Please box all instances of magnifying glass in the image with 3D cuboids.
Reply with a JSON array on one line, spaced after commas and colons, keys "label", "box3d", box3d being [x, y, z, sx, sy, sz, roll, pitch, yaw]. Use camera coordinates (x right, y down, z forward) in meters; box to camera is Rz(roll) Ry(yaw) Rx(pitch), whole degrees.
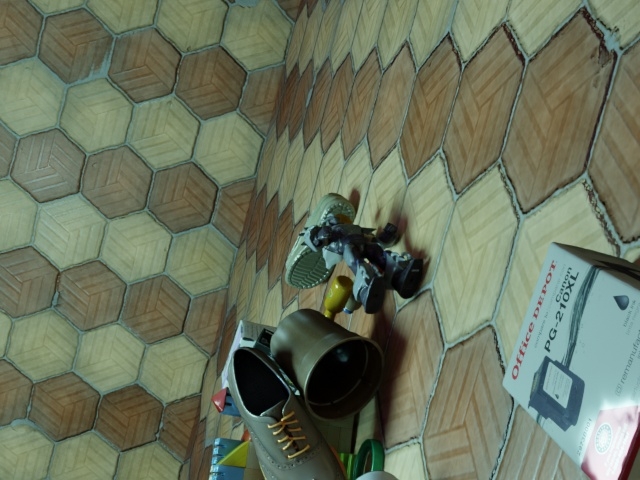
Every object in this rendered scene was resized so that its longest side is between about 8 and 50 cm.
[{"label": "magnifying glass", "box3d": [0.065, 0.454, 1.513, 0.092, 0.026, 0.230, -141, 67, -74]}]

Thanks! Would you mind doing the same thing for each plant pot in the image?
[{"label": "plant pot", "box3d": [0.002, 0.212, 1.576, 0.165, 0.167, 0.166, 35, 113, 51]}]

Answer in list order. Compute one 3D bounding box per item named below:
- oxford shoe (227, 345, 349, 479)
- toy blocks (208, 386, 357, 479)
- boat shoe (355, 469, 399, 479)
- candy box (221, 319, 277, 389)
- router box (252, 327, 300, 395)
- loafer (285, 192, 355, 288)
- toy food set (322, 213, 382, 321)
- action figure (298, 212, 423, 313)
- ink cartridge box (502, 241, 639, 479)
[{"label": "oxford shoe", "box3d": [-0.062, 0.341, 1.496, 0.363, 0.130, 0.132, 53, 169, 23]}, {"label": "toy blocks", "box3d": [-0.088, 0.429, 1.616, 0.191, 0.261, 0.381, 136, 143, -69]}, {"label": "boat shoe", "box3d": [0.066, 0.437, 1.353, 0.105, 0.113, 0.306, -86, 1, -52]}, {"label": "candy box", "box3d": [-0.108, 0.280, 1.973, 0.070, 0.196, 0.164, -100, 26, -57]}, {"label": "router box", "box3d": [-0.067, 0.272, 1.851, 0.133, 0.179, 0.046, -60, 3, 48]}, {"label": "loafer", "box3d": [0.000, 0.000, 2.028, 0.268, 0.102, 0.092, -58, 21, 28]}, {"label": "toy food set", "box3d": [0.053, 0.060, 1.727, 0.232, 0.111, 0.104, -96, 24, -51]}, {"label": "action figure", "box3d": [0.074, 0.017, 1.593, 0.285, 0.185, 0.099, -132, 37, -53]}, {"label": "ink cartridge box", "box3d": [0.282, 0.117, 0.826, 0.237, 0.100, 0.171, -129, 54, -72]}]
